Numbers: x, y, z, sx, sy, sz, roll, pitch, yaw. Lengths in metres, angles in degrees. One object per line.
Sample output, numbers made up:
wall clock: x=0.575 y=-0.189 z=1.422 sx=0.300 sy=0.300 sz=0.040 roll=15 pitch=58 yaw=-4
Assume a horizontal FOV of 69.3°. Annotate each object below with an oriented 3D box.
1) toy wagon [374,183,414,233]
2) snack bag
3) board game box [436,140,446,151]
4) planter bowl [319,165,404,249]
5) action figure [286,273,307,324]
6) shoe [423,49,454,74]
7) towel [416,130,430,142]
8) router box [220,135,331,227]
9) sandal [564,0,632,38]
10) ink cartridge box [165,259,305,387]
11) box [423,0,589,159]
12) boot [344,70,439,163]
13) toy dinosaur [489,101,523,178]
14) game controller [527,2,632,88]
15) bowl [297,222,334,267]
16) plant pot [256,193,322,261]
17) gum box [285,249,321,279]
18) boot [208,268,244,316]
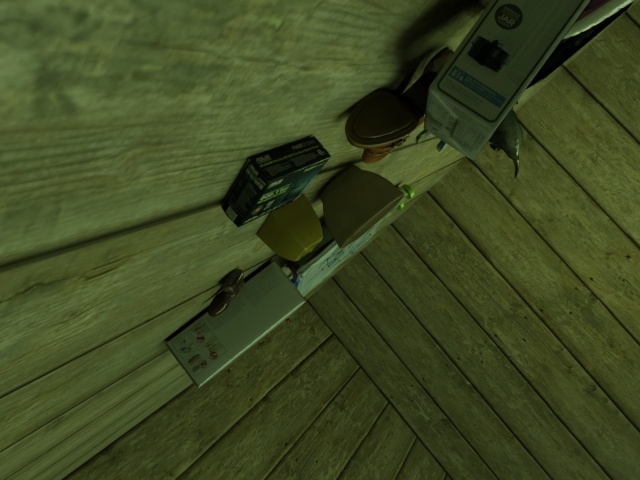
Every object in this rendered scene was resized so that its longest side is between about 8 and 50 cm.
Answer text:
toy wagon: x=0.197 y=-0.077 z=1.694 sx=0.267 sy=0.068 sz=0.344 roll=-38 pitch=173 yaw=-15
snack bag: x=0.049 y=0.025 z=1.247 sx=0.342 sy=0.037 sz=0.323 roll=-41 pitch=169 yaw=-17
board game box: x=0.418 y=-0.330 z=1.474 sx=0.090 sy=0.020 sz=0.090 roll=-38 pitch=172 yaw=-7
planter bowl: x=0.068 y=-0.075 z=0.900 sx=0.162 sy=0.109 sz=0.162 roll=-39 pitch=172 yaw=-6
action figure: x=-0.081 y=0.187 z=1.637 sx=0.280 sy=0.139 sz=0.091 roll=-43 pitch=171 yaw=38
shoe: x=0.214 y=-0.252 z=0.774 sx=0.076 sy=0.058 sz=0.219 roll=-42 pitch=172 yaw=18
towel: x=0.268 y=-0.270 z=1.126 sx=0.083 sy=0.009 sz=0.060 roll=-40 pitch=173 yaw=5
router box: x=-0.054 y=-0.074 z=0.575 sx=0.122 sy=0.038 sz=0.092 roll=-32 pitch=169 yaw=-46
sandal: x=0.599 y=-0.534 z=0.862 sx=0.416 sy=0.102 sz=0.169 roll=-24 pitch=-154 yaw=49
ink cartridge box: x=-0.207 y=0.215 z=1.175 sx=0.309 sy=0.130 sz=0.272 roll=-38 pitch=174 yaw=-16
box: x=0.249 y=-0.255 z=0.566 sx=0.290 sy=0.087 sz=0.169 roll=-55 pitch=170 yaw=3
boot: x=0.090 y=-0.157 z=0.689 sx=0.197 sy=0.073 sz=0.152 roll=-33 pitch=174 yaw=-28
toy dinosaur: x=0.491 y=-0.310 z=1.262 sx=0.120 sy=0.314 sz=0.160 roll=-13 pitch=-166 yaw=-6
game controller: x=0.534 y=-0.443 z=1.046 sx=0.319 sy=0.067 sz=0.166 roll=-40 pitch=-151 yaw=-1
bowl: x=0.000 y=0.000 z=1.227 sx=0.142 sy=0.053 sz=0.142 roll=-33 pitch=170 yaw=-40
plant pot: x=-0.045 y=-0.014 z=0.800 sx=0.081 sy=0.083 sz=0.081 roll=-33 pitch=169 yaw=-40
gum box: x=-0.025 y=0.057 z=1.396 sx=0.107 sy=0.062 sz=0.188 roll=-42 pitch=172 yaw=11
boot: x=-0.196 y=0.109 z=0.954 sx=0.106 sy=0.037 sz=0.114 roll=-52 pitch=179 yaw=-16
